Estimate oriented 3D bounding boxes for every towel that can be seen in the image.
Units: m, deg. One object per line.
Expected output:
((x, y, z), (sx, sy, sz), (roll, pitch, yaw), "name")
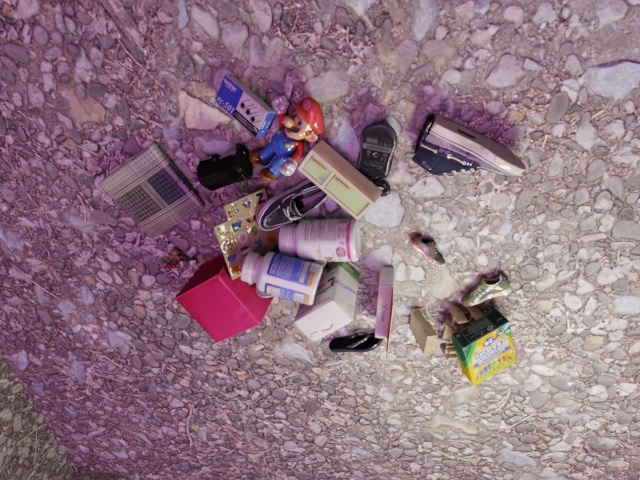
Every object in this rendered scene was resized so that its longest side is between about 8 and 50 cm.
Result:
((-0.662, -0.188, 1.688), (0.325, 0.056, 0.312), (-25, 116, 22), "towel")

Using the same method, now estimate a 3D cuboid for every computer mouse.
((0.177, -0.285, 1.432), (0.189, 0.072, 0.272), (17, 134, 3), "computer mouse")

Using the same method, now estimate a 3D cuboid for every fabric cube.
((-0.371, 0.209, 1.739), (0.254, 0.259, 0.258), (-28, 110, 27), "fabric cube")

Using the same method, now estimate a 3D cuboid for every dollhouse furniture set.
((0.508, 0.354, 1.737), (0.243, 0.161, 0.211), (-5, 123, -10), "dollhouse furniture set")

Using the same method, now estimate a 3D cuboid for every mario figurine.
((-0.124, -0.340, 1.399), (0.198, 0.170, 0.320), (38, 123, -14), "mario figurine")

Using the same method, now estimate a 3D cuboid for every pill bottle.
((0.000, 0.000, 1.586), (0.284, 0.160, 0.160), (-1, 121, 14), "pill bottle")
((-0.140, 0.127, 1.544), (0.273, 0.152, 0.152), (16, 123, 4), "pill bottle")

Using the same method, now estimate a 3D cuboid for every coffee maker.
((-0.341, -0.241, 1.506), (0.179, 0.171, 0.120), (-15, 133, 22), "coffee maker")

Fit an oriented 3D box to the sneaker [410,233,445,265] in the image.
((0.410, 0.034, 1.580), (0.158, 0.061, 0.064), (35, 115, -11), "sneaker")

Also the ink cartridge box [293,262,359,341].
((0.029, 0.223, 1.647), (0.202, 0.278, 0.117), (-35, 109, 28), "ink cartridge box")

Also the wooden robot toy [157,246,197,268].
((-0.615, 0.070, 1.821), (0.174, 0.076, 0.078), (5, 111, 9), "wooden robot toy")

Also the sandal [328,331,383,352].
((0.151, 0.442, 1.864), (0.255, 0.097, 0.054), (-14, 117, 20), "sandal")

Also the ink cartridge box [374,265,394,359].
((0.246, 0.278, 1.657), (0.060, 0.238, 0.274), (5, 122, 9), "ink cartridge box")

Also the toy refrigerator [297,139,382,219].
((0.064, -0.200, 1.432), (0.270, 0.094, 0.102), (41, 134, -3), "toy refrigerator")

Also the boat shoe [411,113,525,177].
((0.458, -0.259, 1.362), (0.341, 0.127, 0.158), (29, 129, 3), "boat shoe")

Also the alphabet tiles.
((-0.239, -0.010, 1.597), (0.011, 0.285, 0.342), (25, 136, 48), "alphabet tiles")

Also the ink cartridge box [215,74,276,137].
((-0.247, -0.437, 1.389), (0.207, 0.046, 0.097), (43, 124, 15), "ink cartridge box")

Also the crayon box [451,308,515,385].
((0.649, 0.439, 1.679), (0.203, 0.083, 0.322), (-29, 128, -3), "crayon box")

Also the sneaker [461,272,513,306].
((0.619, 0.182, 1.627), (0.192, 0.064, 0.086), (-23, 106, 23), "sneaker")

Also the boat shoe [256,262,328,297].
((-0.103, 0.148, 1.674), (0.303, 0.114, 0.091), (-24, 150, -2), "boat shoe")

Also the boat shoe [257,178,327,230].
((-0.096, -0.118, 1.522), (0.302, 0.102, 0.108), (-30, 121, 8), "boat shoe")
